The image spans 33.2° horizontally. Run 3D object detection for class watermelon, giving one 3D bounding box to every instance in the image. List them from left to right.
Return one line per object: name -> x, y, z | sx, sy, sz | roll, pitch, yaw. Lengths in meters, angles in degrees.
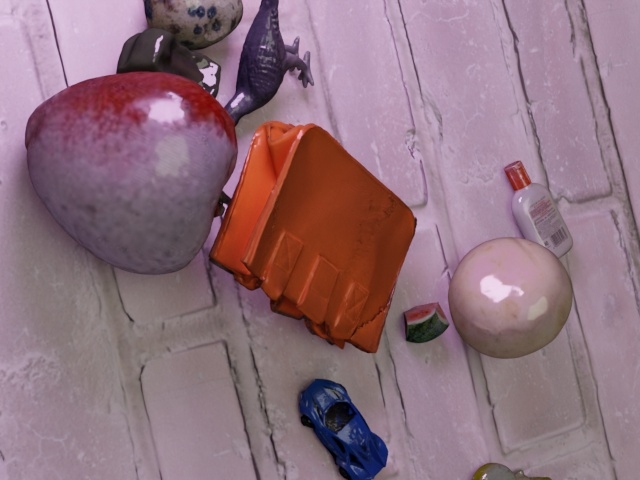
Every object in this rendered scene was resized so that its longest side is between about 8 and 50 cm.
watermelon -> 0.206, 0.160, 2.085 | 0.092, 0.084, 0.072 | 61, 28, -51

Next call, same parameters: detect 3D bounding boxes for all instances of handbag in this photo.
handbag -> 0.000, 0.000, 1.878 | 0.410, 0.116, 0.304 | 39, 66, -46

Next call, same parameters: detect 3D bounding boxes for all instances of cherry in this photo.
cherry -> -0.296, -0.104, 1.718 | 0.334, 0.291, 0.326 | -7, 103, -7

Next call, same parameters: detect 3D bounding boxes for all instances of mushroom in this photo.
mushroom -> 0.370, 0.116, 2.111 | 0.246, 0.202, 0.246 | -4, 67, 10

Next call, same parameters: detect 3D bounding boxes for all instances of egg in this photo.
egg -> -0.218, -0.402, 1.871 | 0.181, 0.141, 0.141 | -10, 88, -35

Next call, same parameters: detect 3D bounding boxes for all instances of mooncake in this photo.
mooncake -> -0.255, -0.288, 1.819 | 0.168, 0.175, 0.104 | 16, 75, 16

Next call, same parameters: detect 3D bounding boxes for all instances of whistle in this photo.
whistle -> 0.386, 0.495, 2.140 | 0.198, 0.057, 0.104 | 5, 81, -28

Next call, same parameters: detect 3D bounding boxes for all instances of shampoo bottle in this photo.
shampoo bottle -> 0.451, -0.062, 2.258 | 0.108, 0.051, 0.221 | -33, 99, -28

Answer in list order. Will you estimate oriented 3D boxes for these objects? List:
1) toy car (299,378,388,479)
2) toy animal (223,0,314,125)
toy car -> 0.045, 0.346, 1.963 | 0.103, 0.063, 0.216 | -41, 104, -27
toy animal -> -0.088, -0.332, 1.936 | 0.205, 0.081, 0.367 | 6, 108, -52
